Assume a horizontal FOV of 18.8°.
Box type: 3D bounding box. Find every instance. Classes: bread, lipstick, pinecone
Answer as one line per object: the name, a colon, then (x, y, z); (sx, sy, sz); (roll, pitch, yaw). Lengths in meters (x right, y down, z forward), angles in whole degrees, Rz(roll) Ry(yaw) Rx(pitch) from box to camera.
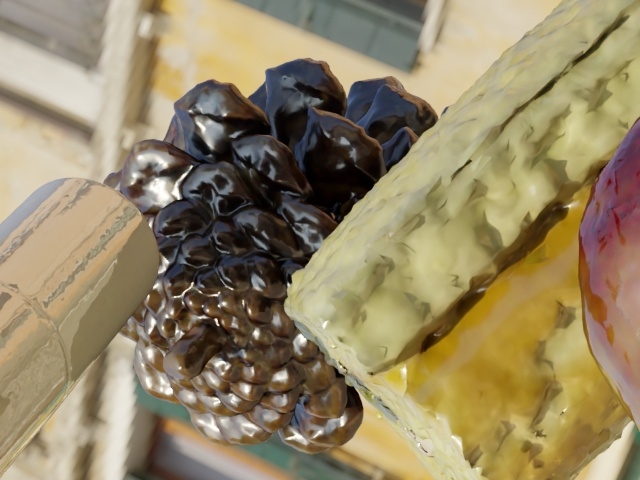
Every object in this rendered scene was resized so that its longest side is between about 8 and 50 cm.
bread: (0.163, -0.045, 0.893); (0.375, 0.165, 0.236); (-42, -4, -2)
lipstick: (-0.177, 0.075, 0.924); (0.327, 0.087, 0.087); (-56, -17, -57)
pinecone: (0.000, 0.000, 1.201); (0.309, 0.244, 0.244); (-24, -44, -51)

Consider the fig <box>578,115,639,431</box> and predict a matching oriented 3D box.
fig: (0.189, 0.047, 0.598); (0.257, 0.159, 0.159); (49, -117, -38)
